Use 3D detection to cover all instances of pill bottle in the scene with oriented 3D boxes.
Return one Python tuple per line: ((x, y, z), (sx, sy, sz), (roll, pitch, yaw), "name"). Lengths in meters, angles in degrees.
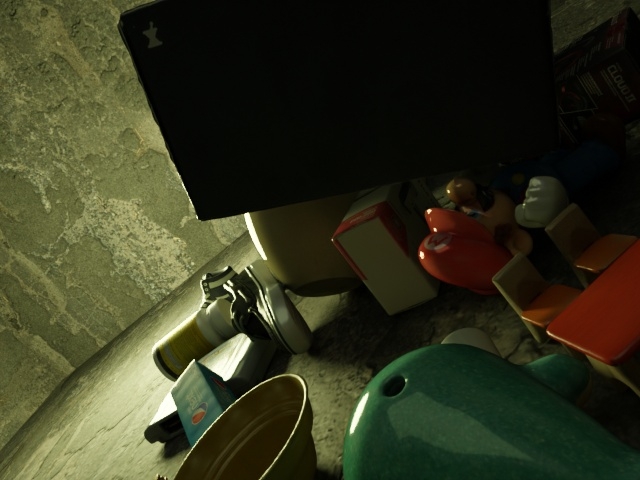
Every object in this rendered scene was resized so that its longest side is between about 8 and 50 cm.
((-0.294, 0.241, 1.276), (0.208, 0.119, 0.119), (-38, 13, 10), "pill bottle")

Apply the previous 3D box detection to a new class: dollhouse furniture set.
((0.286, -0.004, 0.397), (0.259, 0.135, 0.262), (-42, 13, -5), "dollhouse furniture set")

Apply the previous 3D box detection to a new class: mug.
((0.155, 0.135, 0.516), (0.062, 0.078, 0.064), (-9, 20, -8), "mug")

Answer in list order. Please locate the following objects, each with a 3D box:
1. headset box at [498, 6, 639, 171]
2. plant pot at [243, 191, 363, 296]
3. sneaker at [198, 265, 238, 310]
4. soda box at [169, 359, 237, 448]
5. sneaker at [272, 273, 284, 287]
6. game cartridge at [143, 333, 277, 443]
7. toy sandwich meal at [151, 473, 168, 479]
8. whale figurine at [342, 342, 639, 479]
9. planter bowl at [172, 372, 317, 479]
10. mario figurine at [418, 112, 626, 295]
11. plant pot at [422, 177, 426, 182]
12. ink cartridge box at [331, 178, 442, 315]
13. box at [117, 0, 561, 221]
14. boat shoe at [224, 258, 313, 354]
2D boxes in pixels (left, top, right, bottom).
((0.429, -0.254, 0.892), (0.293, 0.110, 0.218), (-28, 18, 43), "headset box")
((0.000, 0.000, 1.001), (0.284, 0.284, 0.190), (-28, 62, 43), "plant pot")
((-0.307, 0.190, 1.406), (0.282, 0.153, 0.099), (-41, 12, -4), "sneaker")
((-0.176, 0.272, 0.836), (0.071, 0.067, 0.210), (-53, 26, -7), "soda box")
((-0.122, 0.108, 1.412), (0.058, 0.052, 0.135), (-37, 16, -33), "sneaker")
((-0.215, 0.282, 1.065), (0.297, 0.062, 0.198), (-34, 18, 25), "game cartridge")
((-0.280, 0.416, 0.840), (0.086, 0.029, 0.085), (-38, 13, 10), "toy sandwich meal")
((0.120, 0.147, 0.349), (0.216, 0.141, 0.272), (-47, 15, -27), "whale figurine")
((-0.071, 0.267, 0.609), (0.217, 0.090, 0.217), (-37, 13, 10), "planter bowl")
((0.239, -0.070, 0.662), (0.321, 0.170, 0.198), (-37, -24, -23), "mario figurine")
((0.137, -0.173, 1.290), (0.212, 0.212, 0.187), (-40, 25, 3), "plant pot")
((0.126, -0.014, 0.839), (0.092, 0.158, 0.218), (-28, 17, 31), "ink cartridge box")
((0.060, -0.285, 0.805), (0.480, 0.297, 0.471), (-10, 22, 18), "box")
((-0.110, 0.142, 1.004), (0.119, 0.121, 0.335), (-34, 21, -7), "boat shoe")
